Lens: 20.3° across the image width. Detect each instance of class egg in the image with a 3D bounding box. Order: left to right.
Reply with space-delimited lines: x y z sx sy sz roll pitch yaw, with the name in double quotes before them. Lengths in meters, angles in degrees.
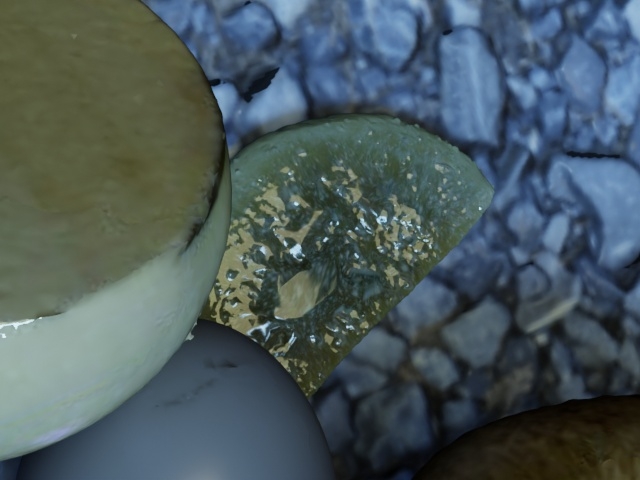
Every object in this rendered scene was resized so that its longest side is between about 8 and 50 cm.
"egg" -0.065 0.133 0.792 0.146 0.146 0.199 8 88 -22

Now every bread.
"bread" -0.005 0.000 0.885 0.193 0.036 0.112 -45 102 -19

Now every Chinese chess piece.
"Chinese chess piece" -0.161 -0.024 0.728 0.250 0.097 0.251 9 47 -9

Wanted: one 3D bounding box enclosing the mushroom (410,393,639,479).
"mushroom" 0.143 0.220 0.764 0.334 0.356 0.331 20 58 -18
